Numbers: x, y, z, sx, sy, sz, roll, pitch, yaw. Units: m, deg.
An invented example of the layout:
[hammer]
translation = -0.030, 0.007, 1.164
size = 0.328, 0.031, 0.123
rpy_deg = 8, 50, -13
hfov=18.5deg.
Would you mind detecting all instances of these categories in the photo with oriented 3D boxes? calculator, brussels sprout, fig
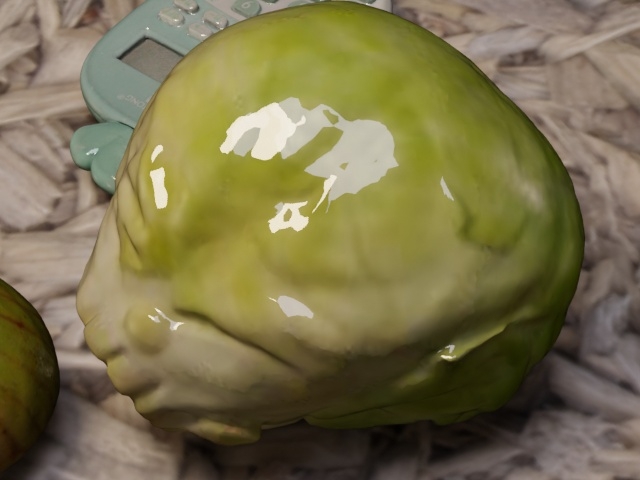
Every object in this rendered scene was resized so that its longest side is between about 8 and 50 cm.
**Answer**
[calculator]
translation = -0.068, -0.127, 1.449
size = 0.184, 0.042, 0.295
rpy_deg = 30, 57, 26
[brussels sprout]
translation = 0.003, -0.013, 1.234
size = 0.317, 0.242, 0.273
rpy_deg = -9, 75, 4
[fig]
translation = -0.255, 0.052, 1.181
size = 0.151, 0.259, 0.151
rpy_deg = -6, 56, 9
